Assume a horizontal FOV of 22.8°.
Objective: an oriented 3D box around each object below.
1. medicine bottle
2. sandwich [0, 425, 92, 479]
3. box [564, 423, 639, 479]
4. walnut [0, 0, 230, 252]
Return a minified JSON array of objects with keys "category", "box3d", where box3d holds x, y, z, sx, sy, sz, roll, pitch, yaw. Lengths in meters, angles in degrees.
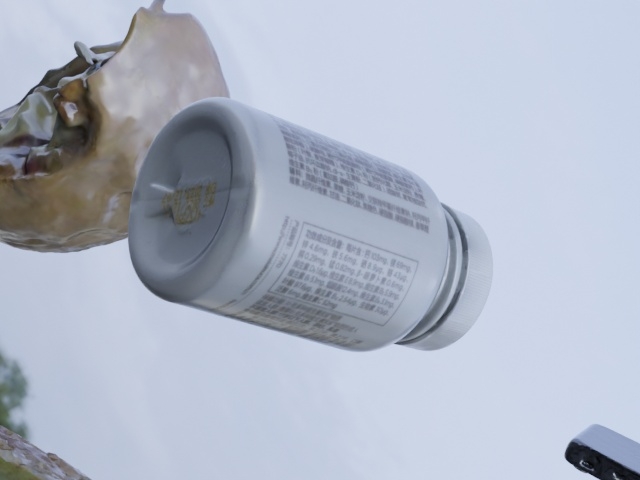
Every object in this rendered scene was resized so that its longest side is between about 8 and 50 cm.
[{"category":"medicine bottle","box3d":[0.000,0.000,0.627,0.079,0.140,0.079,-21,-119,43]},{"category":"sandwich","box3d":[-0.197,0.196,0.708,0.226,0.251,0.087,24,-1,16]},{"category":"box","box3d":[0.280,0.204,1.391,0.126,0.027,0.125,27,10,17]},{"category":"walnut","box3d":[-0.165,-0.062,1.136,0.141,0.204,0.238,56,-18,-11]}]
